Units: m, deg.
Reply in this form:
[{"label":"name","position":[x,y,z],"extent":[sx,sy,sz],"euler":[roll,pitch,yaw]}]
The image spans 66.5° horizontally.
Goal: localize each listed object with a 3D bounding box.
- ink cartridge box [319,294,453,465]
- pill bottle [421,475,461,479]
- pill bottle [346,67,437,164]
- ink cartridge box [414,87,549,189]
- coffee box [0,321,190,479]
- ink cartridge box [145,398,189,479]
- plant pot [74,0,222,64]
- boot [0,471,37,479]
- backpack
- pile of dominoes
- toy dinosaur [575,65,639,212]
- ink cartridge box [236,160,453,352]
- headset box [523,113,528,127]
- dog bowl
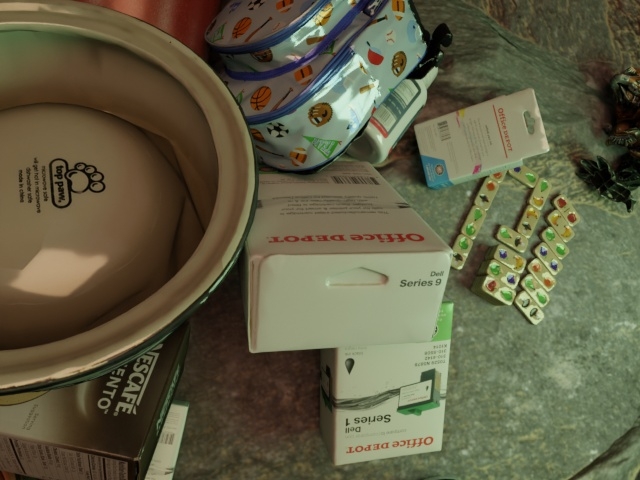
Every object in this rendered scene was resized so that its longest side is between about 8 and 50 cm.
[{"label":"ink cartridge box","position":[0.084,0.178,0.665],"extent":[0.160,0.092,0.220],"euler":[-3,103,-12]},{"label":"pill bottle","position":[0.208,0.417,0.565],"extent":[0.187,0.334,0.188],"euler":[2,80,-12]},{"label":"pill bottle","position":[0.103,-0.219,0.768],"extent":[0.108,0.108,0.180],"euler":[38,74,-4]},{"label":"ink cartridge box","position":[0.250,-0.155,0.765],"extent":[0.181,0.061,0.104],"euler":[-14,83,23]},{"label":"coffee box","position":[-0.315,0.152,0.538],"extent":[0.297,0.119,0.168],"euler":[15,43,-6]},{"label":"ink cartridge box","position":[-0.235,0.273,0.634],"extent":[0.099,0.056,0.135],"euler":[14,77,-10]},{"label":"plant pot","position":[-0.240,-0.357,0.651],"extent":[0.272,0.272,0.265],"euler":[6,88,-11]},{"label":"boot","position":[-0.447,0.285,0.540],"extent":[0.220,0.109,0.284],"euler":[-14,72,-21]},{"label":"backpack","position":[-0.021,-0.226,0.634],"extent":[0.213,0.276,0.263],"euler":[39,76,-40]},{"label":"pile of dominoes","position":[0.340,-0.008,0.820],"extent":[0.196,0.040,0.251],"euler":[30,76,-6]},{"label":"toy dinosaur","position":[0.604,-0.155,0.856],"extent":[0.218,0.164,0.322],"euler":[-24,64,-31]},{"label":"ink cartridge box","position":[0.000,0.000,0.608],"extent":[0.211,0.289,0.122],"euler":[-1,117,-13]},{"label":"headset box","position":[0.304,-0.190,0.831],"extent":[0.083,0.062,0.032],"euler":[-11,84,-15]},{"label":"dog bowl","position":[-0.273,-0.041,0.486],"extent":[0.407,0.150,0.408],"euler":[6,62,-11]}]
